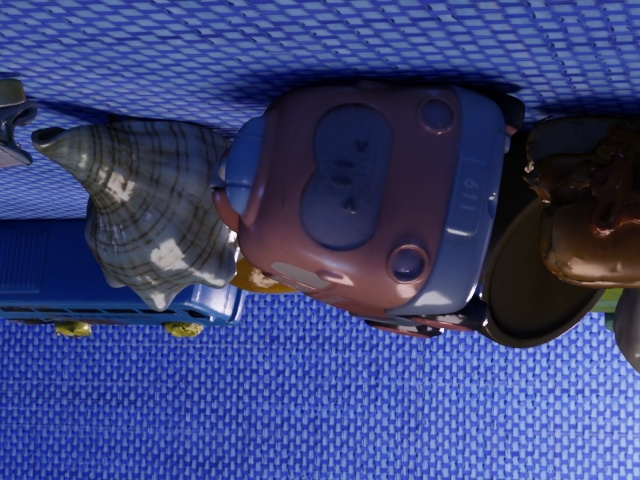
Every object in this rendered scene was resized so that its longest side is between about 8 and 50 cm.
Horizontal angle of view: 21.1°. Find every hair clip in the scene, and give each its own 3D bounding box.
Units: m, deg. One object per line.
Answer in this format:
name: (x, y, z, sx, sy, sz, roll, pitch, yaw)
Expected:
hair clip: (-0.310, -0.097, 1.385, 0.159, 0.071, 0.218, -9, 176, 33)

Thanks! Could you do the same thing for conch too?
conch: (-0.143, -0.024, 1.644, 0.203, 0.169, 0.386, -27, 171, 10)

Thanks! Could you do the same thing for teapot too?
teapot: (0.176, -0.021, 1.624, 0.268, 0.185, 0.175, -25, -137, -25)

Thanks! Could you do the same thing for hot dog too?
hot dog: (0.339, -0.037, 1.459, 0.349, 0.158, 0.117, 3, 146, -15)

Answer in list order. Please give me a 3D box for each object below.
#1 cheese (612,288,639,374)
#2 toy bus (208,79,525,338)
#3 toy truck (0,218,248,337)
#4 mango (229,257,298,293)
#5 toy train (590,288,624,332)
cheese: (0.373, 0.031, 1.645, 0.159, 0.263, 0.093, 9, -152, 0)
toy bus: (0.029, -0.037, 1.413, 0.232, 0.194, 0.288, 15, 173, -8)
toy truck: (-0.298, 0.050, 2.467, 0.385, 0.161, 0.162, 0, 165, 21)
mango: (0.000, 0.000, 2.124, 0.317, 0.119, 0.176, -7, 172, -4)
toy train: (0.428, 0.011, 1.851, 0.442, 0.179, 0.272, -2, 166, 35)
